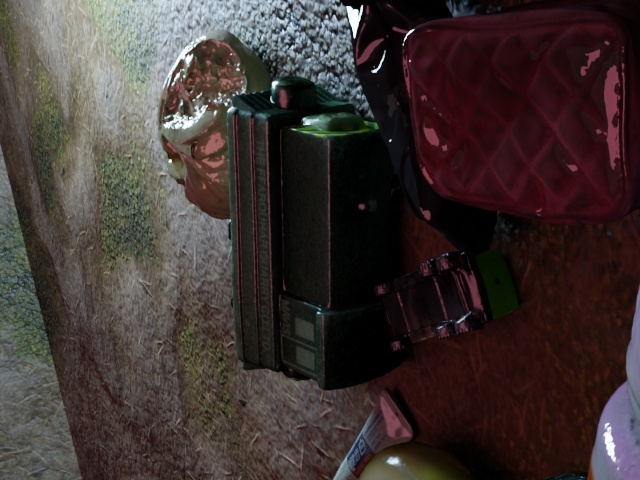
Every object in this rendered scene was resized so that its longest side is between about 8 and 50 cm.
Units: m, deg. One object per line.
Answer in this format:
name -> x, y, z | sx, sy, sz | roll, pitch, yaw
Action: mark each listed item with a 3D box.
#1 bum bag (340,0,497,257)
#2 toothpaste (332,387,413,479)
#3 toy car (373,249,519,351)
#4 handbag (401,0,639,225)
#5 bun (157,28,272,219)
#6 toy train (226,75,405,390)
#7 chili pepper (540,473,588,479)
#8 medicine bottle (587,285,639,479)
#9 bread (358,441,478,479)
bum bag -> 0.076, -0.148, 0.847 | 0.095, 0.144, 0.340 | -19, 81, 20
toothpaste -> 0.050, 0.251, 1.160 | 0.060, 0.038, 0.233 | 56, 143, 27
toy car -> 0.110, 0.054, 0.932 | 0.165, 0.063, 0.071 | -29, 75, 61
handbag -> 0.169, -0.092, 0.692 | 0.225, 0.135, 0.146 | 13, 112, 55
bun -> -0.133, -0.134, 1.246 | 0.210, 0.116, 0.237 | 32, 129, 53
toy train -> 0.000, 0.000, 1.054 | 0.178, 0.139, 0.330 | 19, 116, 48
chili pepper -> 0.211, 0.303, 0.854 | 0.098, 0.061, 0.224 | 7, 109, 56
medicine bottle -> 0.252, 0.174, 0.554 | 0.219, 0.219, 0.388 | 37, 133, 51
bread -> 0.118, 0.293, 0.975 | 0.213, 0.105, 0.213 | 36, 134, 48
